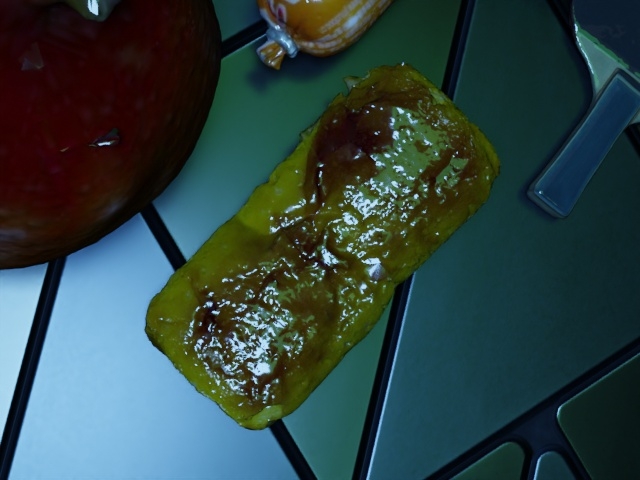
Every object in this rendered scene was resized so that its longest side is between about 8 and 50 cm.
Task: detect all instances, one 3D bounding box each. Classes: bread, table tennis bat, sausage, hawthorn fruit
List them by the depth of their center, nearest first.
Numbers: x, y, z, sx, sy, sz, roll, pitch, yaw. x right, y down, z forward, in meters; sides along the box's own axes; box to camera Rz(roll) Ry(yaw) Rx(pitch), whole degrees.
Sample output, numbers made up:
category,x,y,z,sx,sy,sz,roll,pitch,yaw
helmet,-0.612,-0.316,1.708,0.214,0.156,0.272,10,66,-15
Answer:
category,x,y,z,sx,sy,sz,roll,pitch,yaw
hawthorn fruit,-0.205,-0.124,0.692,0.295,0.311,0.295,-1,80,3
bread,0.000,0.000,0.826,0.139,0.077,0.271,44,83,0
sausage,0.058,-0.245,0.847,0.093,0.093,0.312,42,80,-4
table tennis bat,0.258,-0.144,0.906,0.173,0.022,0.301,36,80,-5
